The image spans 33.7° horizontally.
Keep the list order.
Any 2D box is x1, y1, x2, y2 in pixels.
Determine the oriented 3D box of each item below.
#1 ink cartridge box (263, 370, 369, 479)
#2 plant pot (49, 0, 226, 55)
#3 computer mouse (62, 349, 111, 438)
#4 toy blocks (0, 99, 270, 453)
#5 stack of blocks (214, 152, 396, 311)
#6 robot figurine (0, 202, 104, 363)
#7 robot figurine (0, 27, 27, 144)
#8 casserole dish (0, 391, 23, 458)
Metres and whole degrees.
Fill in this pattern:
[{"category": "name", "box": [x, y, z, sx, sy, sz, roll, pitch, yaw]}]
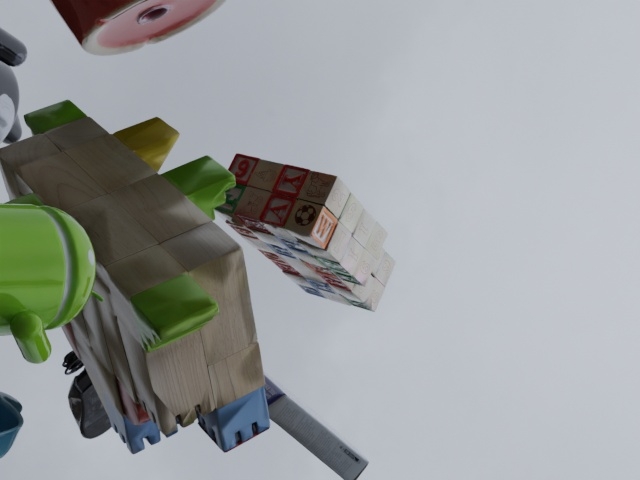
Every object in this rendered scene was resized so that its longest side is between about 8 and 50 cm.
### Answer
[{"category": "ink cartridge box", "box": [-0.061, 0.222, 1.452, 0.045, 0.224, 0.223, -51, -157, -6]}, {"category": "plant pot", "box": [-0.236, -0.366, 1.232, 0.275, 0.275, 0.243, -26, -94, 43]}, {"category": "computer mouse", "box": [-0.369, 0.223, 1.840, 0.060, 0.184, 0.262, 36, -33, 26]}, {"category": "toy blocks", "box": [-0.165, 0.066, 0.953, 0.381, 0.191, 0.260, 37, -36, 45]}, {"category": "stack of blocks", "box": [0.000, 0.000, 1.482, 0.171, 0.297, 0.087, 15, -107, 33]}, {"category": "robot figurine", "box": [-0.164, 0.015, 0.530, 0.067, 0.115, 0.101, -43, -118, 34]}, {"category": "robot figurine", "box": [-0.505, -0.203, 1.370, 0.174, 0.278, 0.209, 25, -97, 25]}, {"category": "casserole dish", "box": [-0.317, 0.147, 0.799, 0.114, 0.188, 0.036, 21, -75, 43]}]
